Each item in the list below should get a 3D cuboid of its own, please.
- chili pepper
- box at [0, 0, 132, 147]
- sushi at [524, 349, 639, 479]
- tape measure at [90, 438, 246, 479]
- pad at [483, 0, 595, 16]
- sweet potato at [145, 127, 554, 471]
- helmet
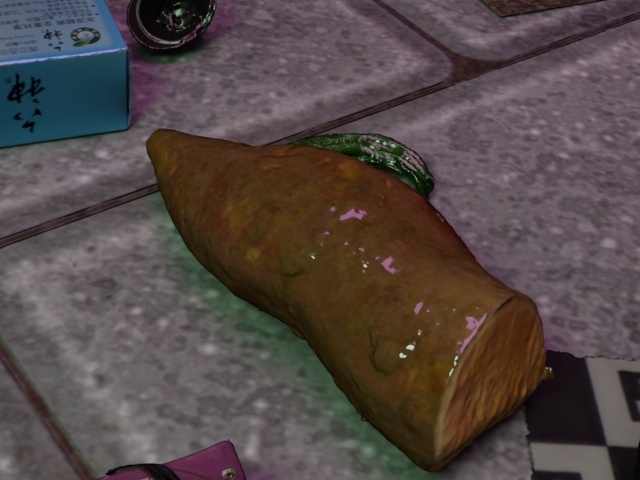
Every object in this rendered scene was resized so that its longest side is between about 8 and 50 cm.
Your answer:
[{"bbox_3d":[0.030,-0.062,0.872,0.117,0.035,0.055,12,53,-9],"label":"chili pepper"},{"bbox_3d":[-0.278,-0.142,0.881,0.232,0.083,0.143,-10,43,-21],"label":"box"},{"bbox_3d":[0.312,0.149,0.615,0.373,0.100,0.296,5,41,-2],"label":"sushi"},{"bbox_3d":[-0.084,0.164,0.562,0.118,0.074,0.125,-12,42,-19],"label":"tape measure"},{"bbox_3d":[0.245,-0.291,1.183,0.235,0.003,0.158,-14,45,-22],"label":"pad"},{"bbox_3d":[-0.002,0.000,0.729,0.131,0.131,0.336,-26,52,-32],"label":"sweet potato"},{"bbox_3d":[-0.132,-0.198,0.990,0.084,0.049,0.065,-37,90,-10],"label":"helmet"}]
